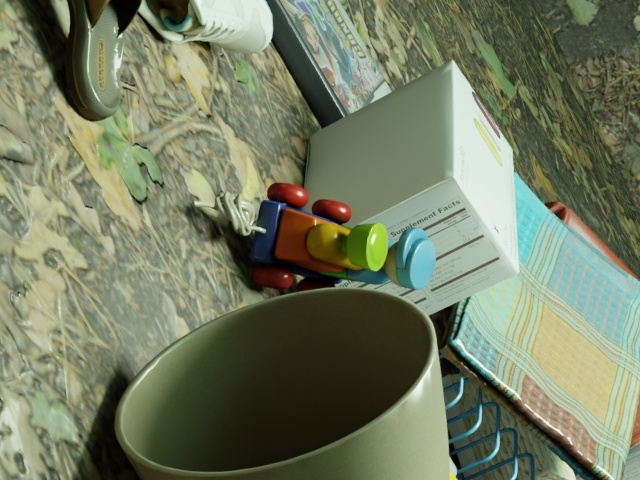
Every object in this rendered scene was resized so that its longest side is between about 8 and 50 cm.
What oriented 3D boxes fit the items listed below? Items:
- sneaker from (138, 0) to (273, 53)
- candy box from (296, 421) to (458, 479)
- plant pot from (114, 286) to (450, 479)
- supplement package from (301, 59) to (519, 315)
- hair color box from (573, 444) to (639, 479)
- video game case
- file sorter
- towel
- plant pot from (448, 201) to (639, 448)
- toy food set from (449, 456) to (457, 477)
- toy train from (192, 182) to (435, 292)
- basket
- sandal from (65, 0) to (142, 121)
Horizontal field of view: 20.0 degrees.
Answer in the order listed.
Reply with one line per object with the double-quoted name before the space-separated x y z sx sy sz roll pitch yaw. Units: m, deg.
"sneaker" -0.132 -0.243 1.898 0.228 0.087 0.092 30 45 -47
"candy box" 0.068 0.212 1.593 0.206 0.027 0.105 45 36 0
"plant pot" 0.002 0.220 1.443 0.256 0.256 0.274 -76 152 -62
"supplement package" 0.100 -0.046 2.039 0.145 0.204 0.262 52 22 -27
"hair color box" 0.380 0.331 2.210 0.114 0.185 0.374 63 10 0
"video game case" 0.001 -0.251 2.306 0.275 0.035 0.248 60 20 -11
"file sorter" 0.150 0.223 1.975 0.170 0.104 0.118 56 21 -22
"towel" 0.271 0.096 2.077 0.271 0.040 0.370 41 34 -11
"plant pot" 0.318 0.110 2.347 0.265 0.272 0.272 50 22 -15
"toy food set" 0.012 0.201 1.703 0.220 0.092 0.306 59 28 -13
"toy train" 0.000 0.000 1.777 0.248 0.143 0.105 19 80 -57
"basket" 0.220 0.229 2.145 0.113 0.103 0.167 30 37 -59
"sandal" -0.193 -0.219 1.635 0.090 0.060 0.219 8 80 -63
